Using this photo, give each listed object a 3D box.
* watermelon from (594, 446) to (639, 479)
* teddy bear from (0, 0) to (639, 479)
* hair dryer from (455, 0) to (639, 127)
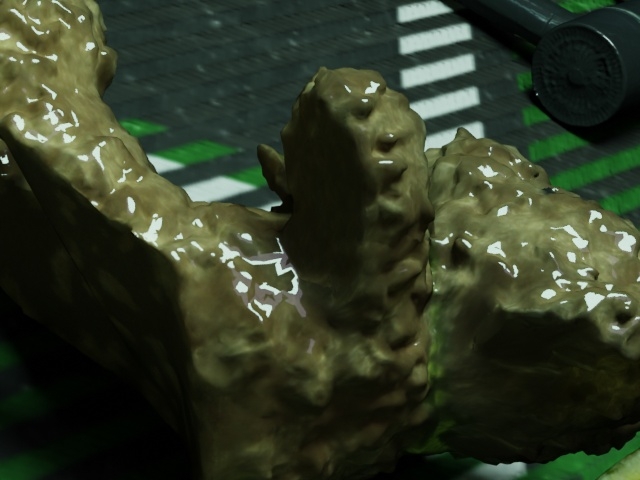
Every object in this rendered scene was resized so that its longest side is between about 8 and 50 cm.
[{"bbox_3d":[0.171,0.180,0.652,0.232,0.127,0.204,-20,60,-41],"label":"watermelon"},{"bbox_3d":[-0.004,-0.008,0.719,0.222,0.246,0.296,-31,69,-20],"label":"teddy bear"},{"bbox_3d":[0.145,-0.156,1.151,0.219,0.071,0.124,31,32,25],"label":"hair dryer"}]
